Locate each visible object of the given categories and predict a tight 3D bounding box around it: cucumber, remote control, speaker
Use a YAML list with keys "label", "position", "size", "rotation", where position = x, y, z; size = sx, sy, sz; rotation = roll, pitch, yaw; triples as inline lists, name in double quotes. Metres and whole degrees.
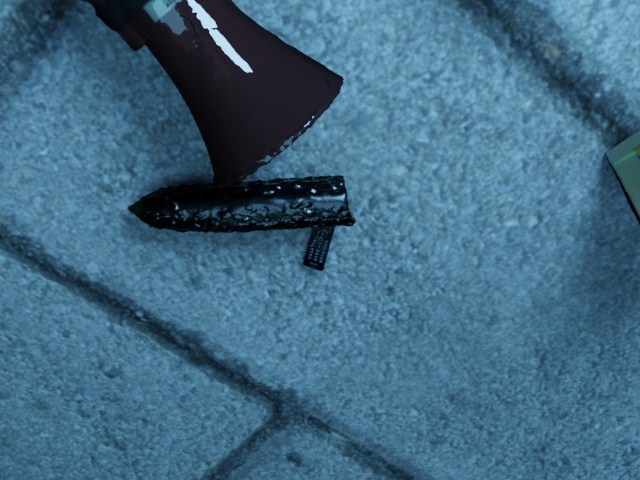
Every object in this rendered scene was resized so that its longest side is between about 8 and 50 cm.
- label: "cucumber"
  position: [-0.105, -0.043, 1.152]
  size: [0.300, 0.072, 0.072]
  rotation: [-4, 126, 1]
- label: "remote control"
  position: [0.000, 0.000, 1.220]
  size: [0.034, 0.016, 0.091]
  rotation: [19, 124, 4]
- label: "speaker"
  position: [-0.106, -0.252, 0.944]
  size: [0.259, 0.198, 0.329]
  rotation: [-22, 116, 29]

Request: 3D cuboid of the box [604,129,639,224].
- label: "box"
  position: [0.509, -0.119, 1.042]
  size: [0.310, 0.198, 0.084]
  rotation: [-36, 117, 22]
